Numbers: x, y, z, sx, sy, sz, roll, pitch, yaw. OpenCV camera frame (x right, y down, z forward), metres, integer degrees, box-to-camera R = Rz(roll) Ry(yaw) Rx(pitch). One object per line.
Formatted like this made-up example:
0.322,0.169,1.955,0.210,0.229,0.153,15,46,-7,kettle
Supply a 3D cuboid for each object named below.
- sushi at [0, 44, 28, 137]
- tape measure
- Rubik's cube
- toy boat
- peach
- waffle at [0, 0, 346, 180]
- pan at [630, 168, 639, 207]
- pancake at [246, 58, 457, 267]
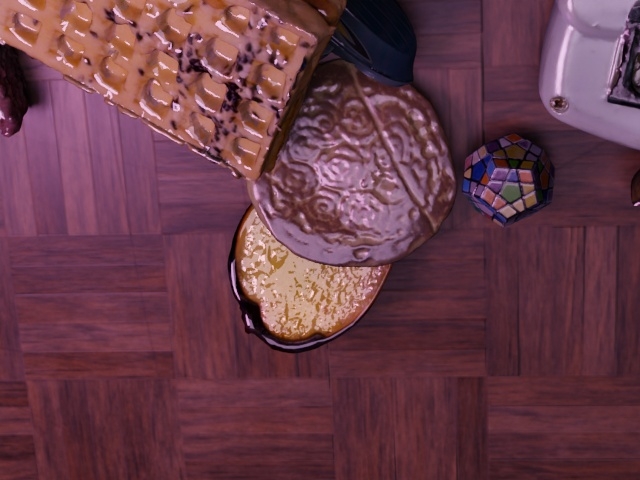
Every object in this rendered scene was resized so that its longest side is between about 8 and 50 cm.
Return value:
-0.452,-0.224,1.687,0.161,0.107,0.241,-13,109,14,sushi
0.372,-0.221,1.594,0.243,0.125,0.246,8,110,3,tape measure
0.219,-0.071,1.681,0.111,0.111,0.093,-29,78,15,Rubik's cube
-0.002,-0.279,1.616,0.296,0.114,0.122,45,129,-12,toy boat
-0.001,0.001,1.744,0.189,0.068,0.279,36,92,-3,peach
-0.176,-0.246,1.578,0.376,0.114,0.261,31,135,3,waffle
0.405,-0.077,1.613,0.128,0.202,0.048,-18,86,12,pan
0.033,-0.086,1.692,0.250,0.031,0.250,0,93,3,pancake
